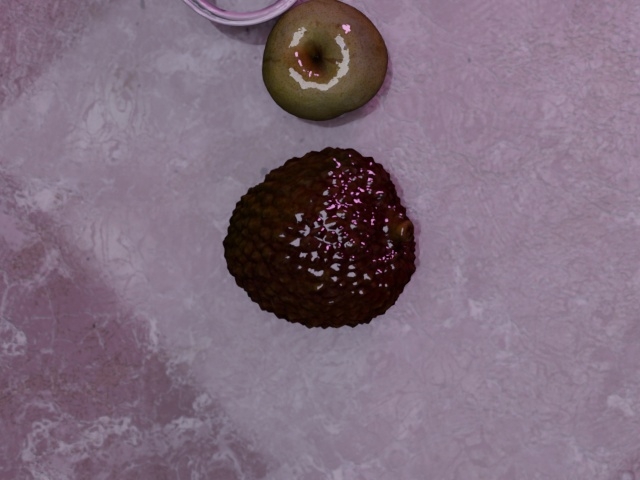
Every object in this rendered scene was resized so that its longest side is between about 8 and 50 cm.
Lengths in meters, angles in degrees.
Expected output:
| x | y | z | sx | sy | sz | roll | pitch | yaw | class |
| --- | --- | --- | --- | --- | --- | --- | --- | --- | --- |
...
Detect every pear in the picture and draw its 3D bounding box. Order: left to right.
| x | y | z | sx | sy | sz | roll | pitch | yaw | class |
| --- | --- | --- | --- | --- | --- | --- | --- | --- | --- |
| 0.003 | -0.237 | 1.796 | 0.167 | 0.136 | 0.167 | 1 | 96 | 7 | pear |

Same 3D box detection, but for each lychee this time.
| x | y | z | sx | sy | sz | roll | pitch | yaw | class |
| --- | --- | --- | --- | --- | --- | --- | --- | --- | --- |
| 0.000 | 0.000 | 1.762 | 0.271 | 0.236 | 0.235 | -6 | 91 | 25 | lychee |

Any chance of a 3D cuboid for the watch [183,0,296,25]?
| x | y | z | sx | sy | sz | roll | pitch | yaw | class |
| --- | --- | --- | --- | --- | --- | --- | --- | --- | --- |
| -0.090 | -0.403 | 1.782 | 0.244 | 0.196 | 0.231 | -16 | 96 | 2 | watch |
